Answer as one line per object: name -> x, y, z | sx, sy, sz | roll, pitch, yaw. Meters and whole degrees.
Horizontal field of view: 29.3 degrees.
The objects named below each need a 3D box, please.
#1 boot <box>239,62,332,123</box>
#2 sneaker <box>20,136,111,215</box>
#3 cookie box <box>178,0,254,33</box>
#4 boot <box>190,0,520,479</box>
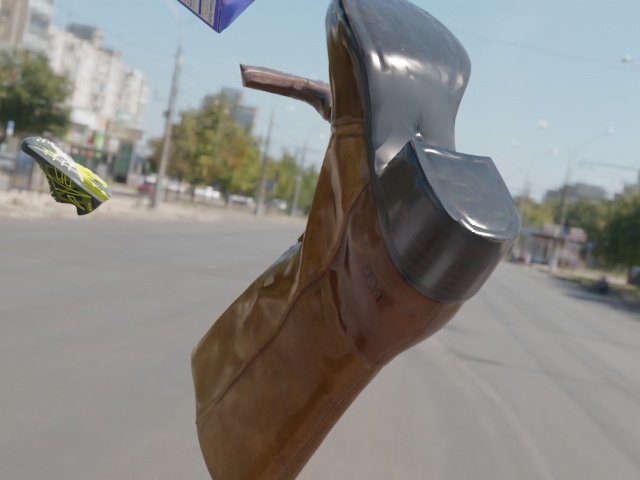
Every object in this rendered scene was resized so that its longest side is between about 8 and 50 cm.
boot -> -0.038, -0.167, 1.367 | 0.114, 0.037, 0.106 | 16, 15, -10
sneaker -> -0.205, -0.048, 0.965 | 0.083, 0.035, 0.031 | 39, 12, -26
cookie box -> -0.059, -0.171, 0.600 | 0.107, 0.092, 0.040 | 39, -18, 7
boot -> 0.000, 0.000, 0.793 | 0.096, 0.280, 0.264 | 8, 45, -34
